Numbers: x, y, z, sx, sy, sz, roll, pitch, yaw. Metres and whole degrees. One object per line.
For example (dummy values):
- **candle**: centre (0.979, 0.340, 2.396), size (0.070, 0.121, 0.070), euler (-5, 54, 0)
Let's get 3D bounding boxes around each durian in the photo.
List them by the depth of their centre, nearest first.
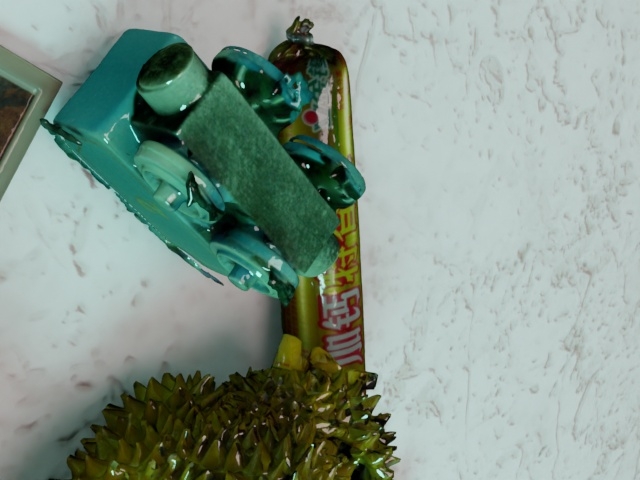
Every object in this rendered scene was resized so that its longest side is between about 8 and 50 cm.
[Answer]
- **durian**: centre (-0.066, 0.221, 0.677), size (0.293, 0.258, 0.258), euler (-40, 128, -39)

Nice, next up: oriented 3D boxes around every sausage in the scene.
- **sausage**: centre (0.000, 0.000, 0.764), size (0.082, 0.082, 0.371), euler (-20, 116, -37)

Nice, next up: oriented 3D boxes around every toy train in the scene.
- **toy train**: centre (-0.074, -0.049, 0.618), size (0.112, 0.163, 0.203), euler (-54, 133, -17)

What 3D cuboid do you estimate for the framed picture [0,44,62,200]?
- **framed picture**: centre (-0.290, -0.072, 0.516), size (0.250, 0.016, 0.184), euler (32, 82, -44)
